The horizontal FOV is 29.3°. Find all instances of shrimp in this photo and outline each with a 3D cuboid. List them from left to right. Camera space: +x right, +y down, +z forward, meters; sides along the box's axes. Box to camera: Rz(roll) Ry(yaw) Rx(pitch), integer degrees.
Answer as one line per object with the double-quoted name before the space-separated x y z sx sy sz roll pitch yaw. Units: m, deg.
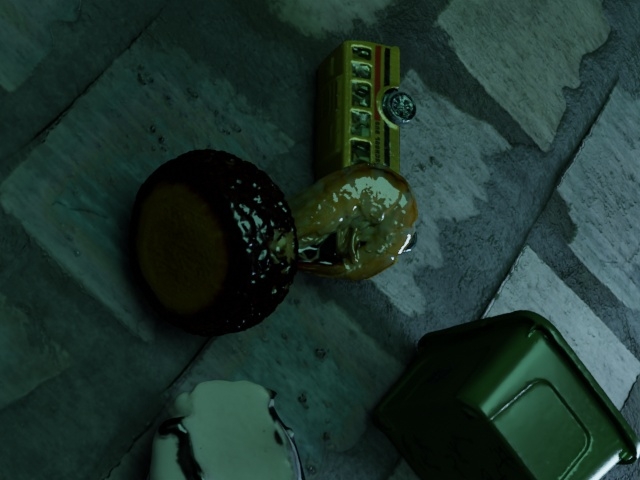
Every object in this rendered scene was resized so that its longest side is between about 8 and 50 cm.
"shrimp" 0.000 0.000 1.663 0.287 0.063 0.152 -26 99 -1

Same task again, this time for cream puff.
"cream puff" -0.128 0.000 1.542 0.165 0.239 0.239 -11 79 -49

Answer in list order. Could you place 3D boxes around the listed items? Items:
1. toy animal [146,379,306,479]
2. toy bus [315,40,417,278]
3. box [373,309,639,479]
"toy animal" -0.119 0.292 1.491 0.204 0.156 0.208 1 57 -30
"toy bus" 0.059 -0.119 1.779 0.123 0.121 0.335 11 69 -25
"box" 0.234 0.251 1.651 0.178 0.328 0.253 -43 98 -24
